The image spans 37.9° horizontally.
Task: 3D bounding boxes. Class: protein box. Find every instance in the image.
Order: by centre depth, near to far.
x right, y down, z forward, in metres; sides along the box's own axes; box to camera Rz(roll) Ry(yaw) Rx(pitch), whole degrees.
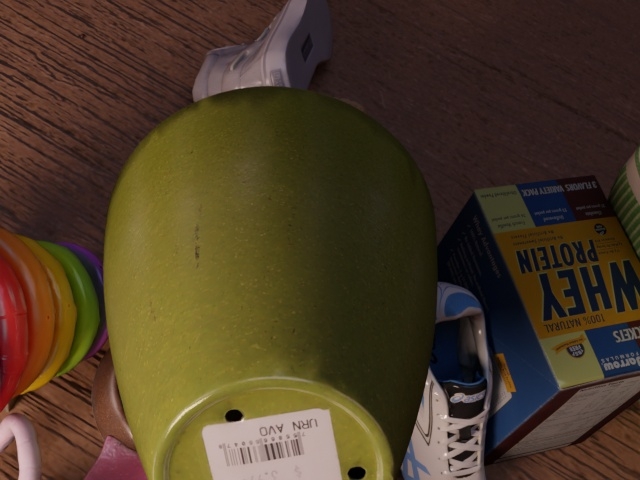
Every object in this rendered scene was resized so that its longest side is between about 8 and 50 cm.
[{"bbox_3d":[0.201,0.080,0.891,0.136,0.201,0.200,-8,61,-21],"label":"protein box"}]

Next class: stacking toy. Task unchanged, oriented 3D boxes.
[{"bbox_3d":[-0.237,0.059,0.778,0.302,0.165,0.175,-5,83,-63],"label":"stacking toy"}]

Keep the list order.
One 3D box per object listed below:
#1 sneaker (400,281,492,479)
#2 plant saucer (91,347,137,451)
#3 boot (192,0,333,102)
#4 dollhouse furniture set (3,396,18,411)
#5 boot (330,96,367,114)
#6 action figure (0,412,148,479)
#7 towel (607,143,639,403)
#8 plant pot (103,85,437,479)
[{"bbox_3d":[0.115,0.156,0.831,0.085,0.086,0.237,-9,101,-15],"label":"sneaker"},{"bbox_3d":[-0.126,0.139,0.864,0.168,0.029,0.168,7,57,-11],"label":"plant saucer"},{"bbox_3d":[-0.066,-0.220,1.072,0.123,0.095,0.258,-7,27,18],"label":"boot"},{"bbox_3d":[-0.317,0.059,0.799,0.151,0.123,0.144,23,55,-1],"label":"dollhouse furniture set"},{"bbox_3d":[-0.053,-0.011,0.875,0.248,0.090,0.207,-18,66,9],"label":"boot"},{"bbox_3d":[-0.158,0.293,0.597,0.275,0.248,0.370,34,38,-12],"label":"action figure"},{"bbox_3d":[0.324,0.073,0.866,0.038,0.325,0.248,-19,64,-1],"label":"towel"},{"bbox_3d":[-0.035,0.067,0.647,0.274,0.275,0.293,13,25,-8],"label":"plant pot"}]
